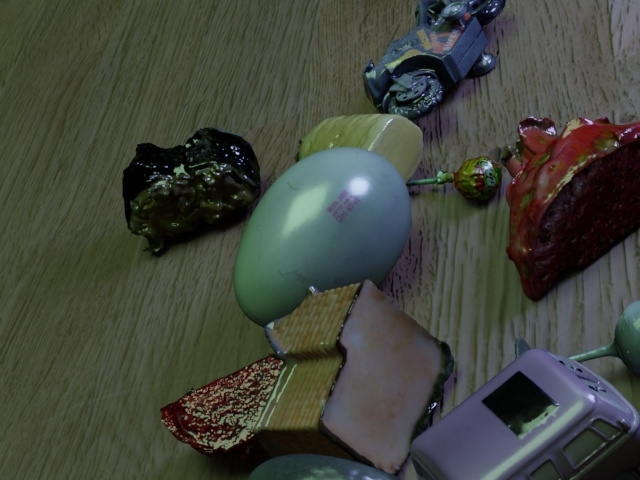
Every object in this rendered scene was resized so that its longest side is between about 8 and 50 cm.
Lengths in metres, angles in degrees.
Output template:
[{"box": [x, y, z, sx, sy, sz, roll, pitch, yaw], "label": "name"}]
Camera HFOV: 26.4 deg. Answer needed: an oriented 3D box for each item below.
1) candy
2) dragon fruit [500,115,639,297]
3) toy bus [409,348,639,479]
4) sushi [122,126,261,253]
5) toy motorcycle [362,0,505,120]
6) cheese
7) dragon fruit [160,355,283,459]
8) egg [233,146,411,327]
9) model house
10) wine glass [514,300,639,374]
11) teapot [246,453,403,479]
[{"box": [0.156, -0.077, 1.795, 0.201, 0.060, 0.060, -1, 44, 49], "label": "candy"}, {"box": [0.287, -0.080, 1.606, 0.262, 0.134, 0.211, -37, 31, -8], "label": "dragon fruit"}, {"box": [0.204, 0.205, 1.294, 0.202, 0.142, 0.142, -37, 34, -7], "label": "toy bus"}, {"box": [-0.195, -0.083, 1.988, 0.212, 0.147, 0.115, -17, 36, 15], "label": "sushi"}, {"box": [0.155, -0.271, 1.986, 0.173, 0.108, 0.307, -5, 39, 43], "label": "toy motorcycle"}, {"box": [0.052, -0.117, 1.855, 0.123, 0.094, 0.167, -48, 27, -20], "label": "cheese"}, {"box": [-0.096, 0.216, 1.591, 0.162, 0.083, 0.106, -23, 46, -3], "label": "dragon fruit"}, {"box": [0.000, 0.000, 1.689, 0.264, 0.183, 0.183, -48, 36, -12], "label": "egg"}, {"box": [0.015, 0.162, 1.509, 0.172, 0.166, 0.183, -10, 47, 48], "label": "model house"}, {"box": [0.303, 0.109, 1.396, 0.195, 0.079, 0.079, -18, 36, 20], "label": "wine glass"}, {"box": [0.024, 0.357, 1.191, 0.305, 0.223, 0.285, -7, 49, 39], "label": "teapot"}]
